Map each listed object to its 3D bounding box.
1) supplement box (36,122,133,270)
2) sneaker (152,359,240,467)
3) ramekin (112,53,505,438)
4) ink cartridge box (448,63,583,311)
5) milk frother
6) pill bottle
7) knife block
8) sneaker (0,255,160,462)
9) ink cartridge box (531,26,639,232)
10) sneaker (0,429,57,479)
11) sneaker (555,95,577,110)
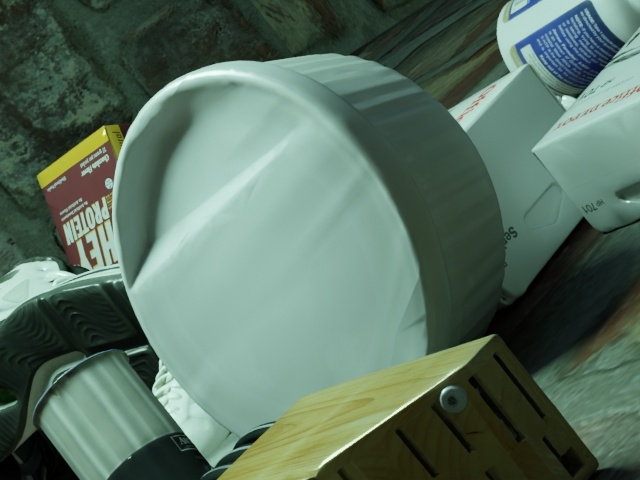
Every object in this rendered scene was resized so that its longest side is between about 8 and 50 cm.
[{"bbox_3d":[-0.168,-0.021,2.157,0.194,0.191,0.129,-11,-15,-47],"label":"supplement box"},{"bbox_3d":[-0.102,0.131,1.597,0.090,0.095,0.235,-31,13,36],"label":"sneaker"},{"bbox_3d":[0.000,0.000,1.316,0.273,0.273,0.127,-30,-1,45],"label":"ramekin"},{"bbox_3d":[0.060,0.004,1.505,0.273,0.115,0.198,-31,11,43],"label":"ink cartridge box"},{"bbox_3d":[-0.150,0.178,1.393,0.143,0.135,0.129,-37,-23,-9],"label":"milk frother"},{"bbox_3d":[0.263,-0.212,1.827,0.186,0.112,0.112,-30,12,44],"label":"pill bottle"},{"bbox_3d":[0.016,0.130,1.099,0.275,0.088,0.242,-37,9,15],"label":"knife block"},{"bbox_3d":[-0.230,0.066,1.946,0.447,0.169,0.257,-20,26,26],"label":"sneaker"},{"bbox_3d":[0.255,-0.106,1.361,0.191,0.082,0.139,-45,11,-31],"label":"ink cartridge box"},{"bbox_3d":[-0.270,0.188,2.079,0.226,0.086,0.163,-30,17,3],"label":"sneaker"},{"bbox_3d":[0.153,-0.061,1.661,0.166,0.065,0.076,-34,13,38],"label":"sneaker"}]
